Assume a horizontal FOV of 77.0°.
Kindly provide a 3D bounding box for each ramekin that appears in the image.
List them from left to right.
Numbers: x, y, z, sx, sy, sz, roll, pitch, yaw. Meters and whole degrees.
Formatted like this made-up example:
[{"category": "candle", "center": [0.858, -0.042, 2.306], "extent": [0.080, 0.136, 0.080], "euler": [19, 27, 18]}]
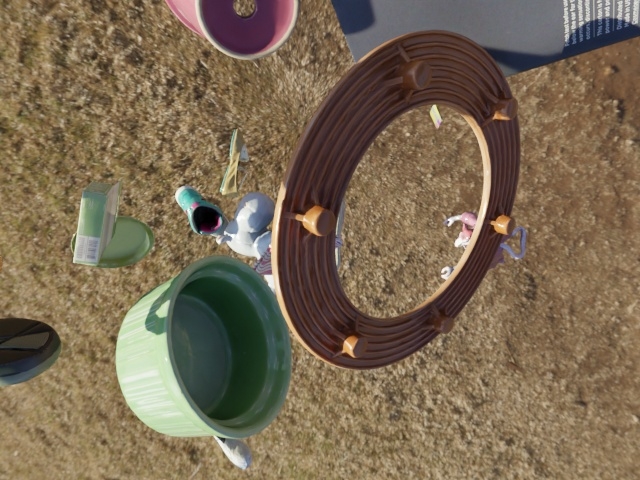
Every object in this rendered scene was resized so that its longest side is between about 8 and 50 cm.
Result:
[{"category": "ramekin", "center": [-0.197, 0.190, 0.710], "extent": [0.148, 0.303, 0.303], "euler": [-21, 107, 25]}]

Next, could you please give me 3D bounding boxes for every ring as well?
[{"category": "ring", "center": [0.105, -0.018, 0.394], "extent": [0.337, 0.032, 0.336], "euler": [-15, 116, -33]}]

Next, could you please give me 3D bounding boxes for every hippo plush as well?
[{"category": "hippo plush", "center": [-0.124, -0.005, 1.081], "extent": [0.237, 0.234, 0.294], "euler": [34, 118, 14]}]

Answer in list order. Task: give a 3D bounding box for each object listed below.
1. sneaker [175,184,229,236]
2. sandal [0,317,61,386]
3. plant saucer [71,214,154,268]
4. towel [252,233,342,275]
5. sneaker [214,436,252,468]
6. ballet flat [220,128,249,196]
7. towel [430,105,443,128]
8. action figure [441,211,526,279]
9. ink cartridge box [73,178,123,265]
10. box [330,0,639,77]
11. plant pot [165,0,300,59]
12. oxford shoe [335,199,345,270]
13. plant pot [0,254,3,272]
[{"category": "sneaker", "center": [-0.415, -0.072, 1.537], "extent": [0.124, 0.178, 0.295], "euler": [-42, 139, -3]}, {"category": "sandal", "center": [-0.456, 0.149, 0.494], "extent": [0.303, 0.120, 0.086], "euler": [4, 118, 16]}, {"category": "plant saucer", "center": [-0.669, -0.001, 1.305], "extent": [0.241, 0.037, 0.241], "euler": [-20, 143, -16]}, {"category": "towel", "center": [-0.057, 0.038, 0.870], "extent": [0.144, 0.029, 0.197], "euler": [1, 152, -30]}, {"category": "sneaker", "center": [-0.344, 0.774, 1.538], "extent": [0.085, 0.237, 0.086], "euler": [-18, 126, -38]}, {"category": "ballet flat", "center": [-0.279, -0.260, 1.369], "extent": [0.073, 0.080, 0.232], "euler": [13, 93, -5]}, {"category": "towel", "center": [0.347, -0.372, 1.204], "extent": [0.009, 0.083, 0.060], "euler": [-22, 84, 6]}, {"category": "action figure", "center": [0.580, 0.026, 1.432], "extent": [0.276, 0.370, 0.248], "euler": [-3, 75, 27]}, {"category": "ink cartridge box", "center": [-0.541, -0.060, 0.990], "extent": [0.056, 0.235, 0.171], "euler": [10, 105, -23]}, {"category": "box", "center": [0.207, -0.359, 0.517], "extent": [0.313, 0.343, 0.179], "euler": [-9, 132, 26]}, {"category": "plant pot", "center": [-0.113, -0.345, 0.538], "extent": [0.201, 0.180, 0.201], "euler": [-15, 143, -11]}, {"category": "oxford shoe", "center": [0.000, 0.000, 1.415], "extent": [0.169, 0.130, 0.449], "euler": [11, 110, 4]}, {"category": "plant pot", "center": [-0.722, 0.119, 0.670], "extent": [0.204, 0.291, 0.290], "euler": [24, 104, -24]}]
